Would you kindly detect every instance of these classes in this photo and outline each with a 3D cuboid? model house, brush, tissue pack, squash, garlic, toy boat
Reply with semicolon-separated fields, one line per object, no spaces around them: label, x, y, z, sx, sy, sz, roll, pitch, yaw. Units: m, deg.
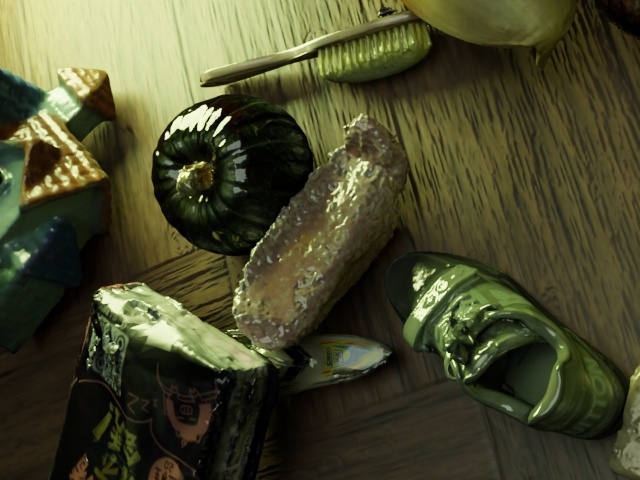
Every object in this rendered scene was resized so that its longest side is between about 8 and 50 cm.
model house;-0.386;-0.086;1.290;0.329;0.252;0.295;-44;60;4
brush;-0.010;-0.203;1.213;0.313;0.072;0.067;-10;85;27
tissue pack;-0.182;0.233;1.119;0.245;0.123;0.332;25;106;38
squash;-0.101;-0.076;1.175;0.193;0.156;0.193;-23;60;48
garlic;0.140;-0.334;1.076;0.313;0.286;0.249;25;114;27
toy boat;-0.018;0.130;1.122;0.210;0.066;0.084;-10;73;25

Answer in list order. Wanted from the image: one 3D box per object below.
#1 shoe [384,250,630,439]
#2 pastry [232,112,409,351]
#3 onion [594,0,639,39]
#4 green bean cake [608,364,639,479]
shoe;0.149;0.082;0.989;0.293;0.149;0.109;35;98;36
pastry;0.004;0.001;1.105;0.103;0.112;0.265;33;84;18
onion;0.357;-0.289;0.964;0.246;0.190;0.246;-14;52;19
green bean cake;0.351;0.177;0.897;0.179;0.085;0.109;15;83;32
